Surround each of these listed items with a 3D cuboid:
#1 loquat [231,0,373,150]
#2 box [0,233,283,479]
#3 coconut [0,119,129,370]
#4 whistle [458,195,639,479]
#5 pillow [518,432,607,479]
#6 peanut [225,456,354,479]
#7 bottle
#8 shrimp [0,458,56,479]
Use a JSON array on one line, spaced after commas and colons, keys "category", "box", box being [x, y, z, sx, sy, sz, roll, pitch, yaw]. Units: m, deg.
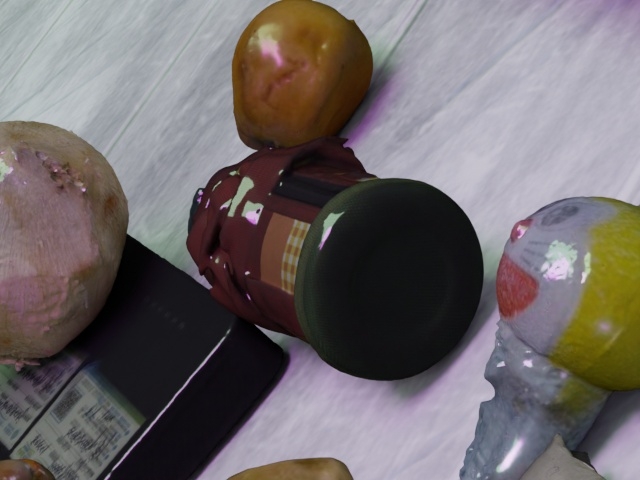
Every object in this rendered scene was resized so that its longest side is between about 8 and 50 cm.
[{"category": "loquat", "box": [-0.019, -0.130, 1.605, 0.137, 0.113, 0.137, -158, 90, -87]}, {"category": "box", "box": [-0.168, 0.110, 1.535, 0.211, 0.058, 0.350, -50, 26, -5]}, {"category": "coconut", "box": [-0.239, -0.007, 1.547, 0.194, 0.194, 0.194, -35, 28, 21]}, {"category": "whistle", "box": [0.129, 0.060, 1.106, 0.223, 0.123, 0.123, -58, 25, 8]}, {"category": "pillow", "box": [0.080, 0.216, 1.019, 0.230, 0.050, 0.148, -48, 19, 3]}, {"category": "peanut", "box": [-0.074, 0.246, 1.105, 0.305, 0.147, 0.147, -54, 27, -15]}, {"category": "bottle", "box": [0.000, 0.000, 1.355, 0.271, 0.156, 0.143, 22, 103, 63]}, {"category": "shrimp", "box": [-0.273, 0.225, 1.392, 0.062, 0.154, 0.294, 65, 152, 24]}]
